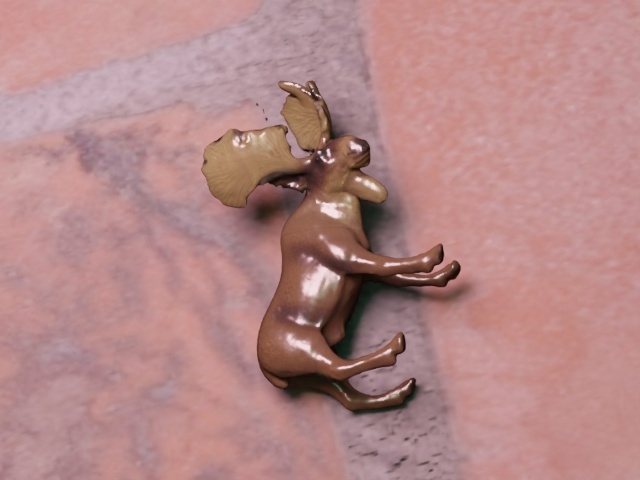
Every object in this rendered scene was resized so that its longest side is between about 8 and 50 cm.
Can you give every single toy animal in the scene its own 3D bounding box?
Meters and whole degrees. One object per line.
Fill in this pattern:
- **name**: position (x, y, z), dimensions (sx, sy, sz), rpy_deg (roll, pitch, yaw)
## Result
- **toy animal**: position (0.000, 0.000, 1.235), dimensions (0.186, 0.094, 0.214), rpy_deg (19, 86, 20)
